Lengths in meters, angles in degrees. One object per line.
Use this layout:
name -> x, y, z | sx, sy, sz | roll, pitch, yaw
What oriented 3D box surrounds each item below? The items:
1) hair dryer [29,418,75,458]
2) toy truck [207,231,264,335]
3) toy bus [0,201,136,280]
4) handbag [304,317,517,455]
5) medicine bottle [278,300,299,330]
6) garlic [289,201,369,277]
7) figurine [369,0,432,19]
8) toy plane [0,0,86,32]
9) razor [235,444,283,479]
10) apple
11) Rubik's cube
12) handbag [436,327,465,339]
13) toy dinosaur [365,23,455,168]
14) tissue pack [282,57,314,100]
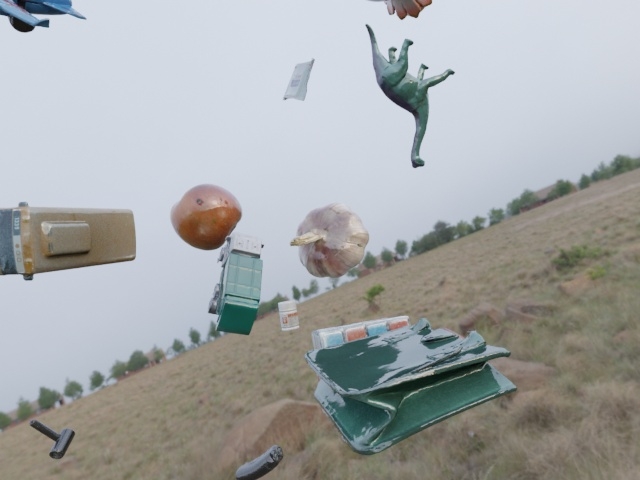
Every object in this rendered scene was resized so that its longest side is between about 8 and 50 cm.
hair dryer -> -0.476, 0.341, 0.749 | 0.026, 0.083, 0.047 | -29, 26, 11
toy truck -> -0.192, 0.099, 1.013 | 0.114, 0.253, 0.124 | 14, -38, -19
toy bus -> -0.342, -0.002, 0.567 | 0.103, 0.091, 0.182 | -1, 2, 18
handbag -> 0.112, 0.202, 0.671 | 0.239, 0.089, 0.326 | -16, -3, -14
medicine bottle -> -0.100, 0.237, 1.342 | 0.057, 0.089, 0.057 | -9, -3, 0
garlic -> 0.000, 0.000, 1.288 | 0.245, 0.244, 0.253 | -28, -22, 33
figurine -> 0.096, -0.353, 0.555 | 0.112, 0.102, 0.195 | 21, 17, 34
toy plane -> -0.594, -0.454, 0.780 | 0.272, 0.254, 0.105 | -15, -35, -35
razor -> -0.186, 0.691, 1.306 | 0.148, 0.054, 0.090 | -35, -11, 9
apple -> -0.410, -0.092, 1.524 | 0.254, 0.253, 0.253 | -23, -6, -3
Rubik's cube -> 0.125, 0.359, 1.210 | 0.257, 0.253, 0.259 | -8, -12, -10
handbag -> 0.446, 0.437, 1.573 | 0.135, 0.147, 0.224 | -48, -20, -46
toy dinosaur -> 0.240, -0.460, 1.391 | 0.330, 0.384, 0.129 | -63, 7, 3
tissue pack -> -0.066, -0.488, 1.308 | 0.026, 0.122, 0.193 | 17, 10, -25
